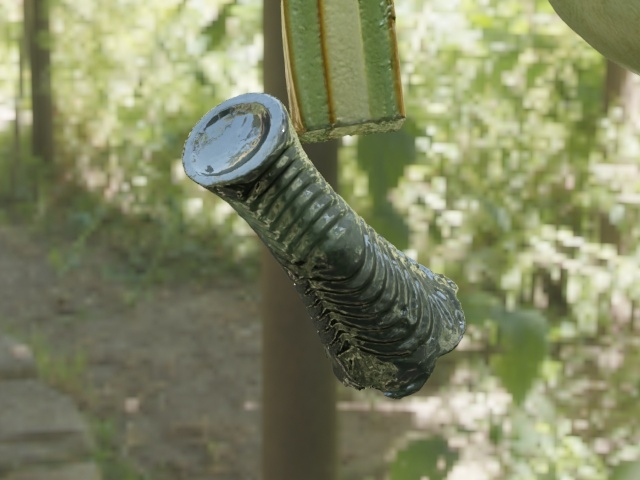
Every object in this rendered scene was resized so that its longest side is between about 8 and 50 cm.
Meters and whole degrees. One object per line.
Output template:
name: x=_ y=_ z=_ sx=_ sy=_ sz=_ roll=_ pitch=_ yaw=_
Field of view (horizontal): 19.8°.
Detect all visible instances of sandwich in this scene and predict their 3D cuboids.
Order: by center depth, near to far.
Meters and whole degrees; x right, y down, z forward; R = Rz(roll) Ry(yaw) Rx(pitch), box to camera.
sandwich: x=0.018 y=-0.195 z=1.853 sx=0.117 sy=0.187 sz=0.144 roll=-7 pitch=4 yaw=-3

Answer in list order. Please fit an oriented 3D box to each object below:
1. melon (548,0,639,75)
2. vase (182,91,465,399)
melon: x=0.263 y=-0.215 z=1.013 sx=0.330 sy=0.268 sz=0.268 roll=-30 pitch=26 yaw=-29
vase: x=0.000 y=0.000 z=1.243 sx=0.115 sy=0.237 sz=0.115 roll=-20 pitch=45 yaw=21
